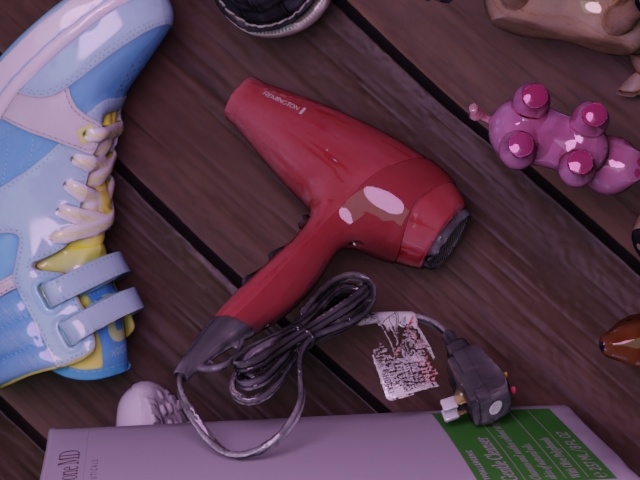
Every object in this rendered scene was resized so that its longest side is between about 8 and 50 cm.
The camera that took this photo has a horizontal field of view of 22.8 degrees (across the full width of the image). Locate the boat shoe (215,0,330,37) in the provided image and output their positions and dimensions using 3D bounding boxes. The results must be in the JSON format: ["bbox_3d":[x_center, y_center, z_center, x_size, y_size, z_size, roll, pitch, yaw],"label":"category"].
[{"bbox_3d":[-0.076,-0.304,1.049,0.127,0.113,0.340,-10,91,12],"label":"boat shoe"}]

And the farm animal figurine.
[{"bbox_3d":[0.267,-0.067,1.028,0.327,0.172,0.330,-19,84,-1],"label":"farm animal figurine"}]

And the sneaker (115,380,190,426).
[{"bbox_3d":[-0.135,0.221,1.158,0.095,0.090,0.235,-5,91,21],"label":"sneaker"}]

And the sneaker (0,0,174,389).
[{"bbox_3d":[-0.168,-0.025,1.132,0.208,0.127,0.319,46,110,8],"label":"sneaker"}]

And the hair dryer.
[{"bbox_3d":[0.000,0.000,1.066,0.224,0.080,0.293,-2,52,-21],"label":"hair dryer"}]

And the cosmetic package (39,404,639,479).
[{"bbox_3d":[0.004,0.208,1.017,0.366,0.197,0.155,-1,100,-8],"label":"cosmetic package"}]
